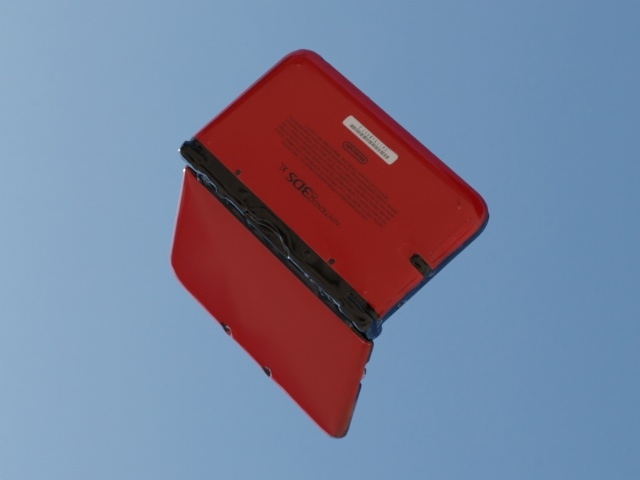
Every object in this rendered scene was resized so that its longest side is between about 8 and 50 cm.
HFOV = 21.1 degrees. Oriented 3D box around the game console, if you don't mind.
[{"bbox_3d":[0.000,0.000,0.845,0.124,0.085,0.144,-42,-119,-9],"label":"game console"}]
